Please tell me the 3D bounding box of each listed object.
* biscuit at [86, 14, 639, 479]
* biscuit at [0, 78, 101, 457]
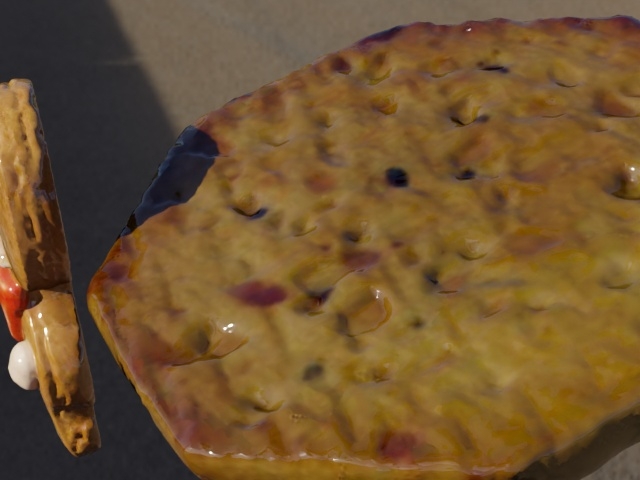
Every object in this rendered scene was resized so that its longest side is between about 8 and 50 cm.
[{"bbox_3d":[0.060,-0.008,0.644,0.359,0.046,0.359,-10,40,9],"label":"biscuit"},{"bbox_3d":[-0.176,0.010,0.795,0.049,0.324,0.205,-11,72,-13],"label":"biscuit"}]
